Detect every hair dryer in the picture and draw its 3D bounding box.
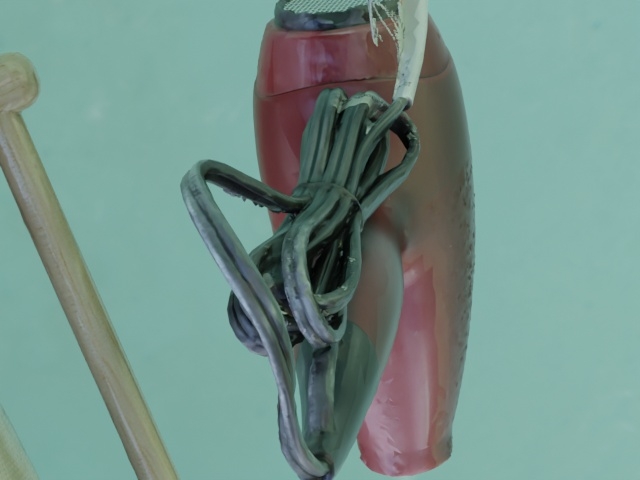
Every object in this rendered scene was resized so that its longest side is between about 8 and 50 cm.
[{"bbox_3d":[0.000,0.000,0.523,0.080,0.224,0.293,0,152,16],"label":"hair dryer"}]

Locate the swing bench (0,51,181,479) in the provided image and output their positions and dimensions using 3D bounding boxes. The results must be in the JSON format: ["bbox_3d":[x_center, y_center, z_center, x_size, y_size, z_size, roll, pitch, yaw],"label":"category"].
[{"bbox_3d":[-0.175,0.112,0.482,0.254,0.165,0.253,-18,103,17],"label":"swing bench"}]
